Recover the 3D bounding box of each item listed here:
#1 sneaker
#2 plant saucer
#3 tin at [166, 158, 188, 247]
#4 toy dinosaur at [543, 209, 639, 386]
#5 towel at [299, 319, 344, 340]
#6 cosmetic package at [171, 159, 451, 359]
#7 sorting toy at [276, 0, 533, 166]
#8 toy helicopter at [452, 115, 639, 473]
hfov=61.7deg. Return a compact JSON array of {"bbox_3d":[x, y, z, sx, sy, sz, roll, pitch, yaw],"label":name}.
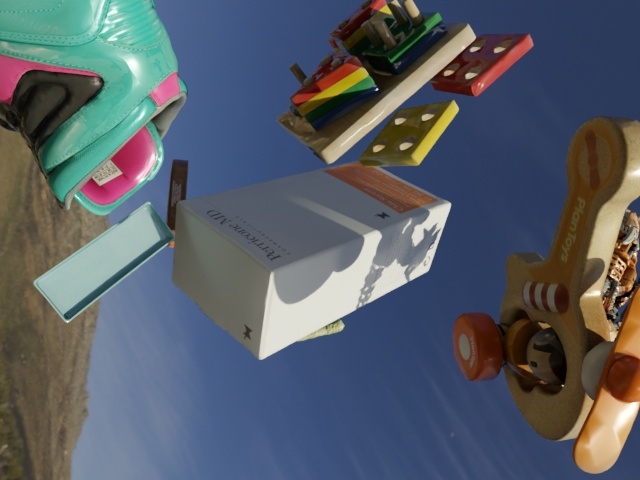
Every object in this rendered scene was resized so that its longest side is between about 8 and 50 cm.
[{"bbox_3d":[-0.206,-0.100,0.393,0.296,0.124,0.178,-7,-57,38],"label":"sneaker"},{"bbox_3d":[-0.286,0.024,0.724,0.018,0.192,0.067,-13,-64,46],"label":"plant saucer"},{"bbox_3d":[-0.296,-0.077,1.103,0.106,0.040,0.189,142,-49,-62],"label":"tin"},{"bbox_3d":[0.382,0.112,0.799,0.322,0.218,0.164,-51,-122,16],"label":"toy dinosaur"},{"bbox_3d":[-0.018,0.182,1.104,0.148,0.110,0.027,154,-76,-75],"label":"towel"},{"bbox_3d":[0.000,0.000,0.935,0.230,0.453,0.161,33,-54,32],"label":"cosmetic package"},{"bbox_3d":[0.026,-0.128,0.398,0.046,0.132,0.274,49,2,-29],"label":"sorting toy"},{"bbox_3d":[0.259,0.057,0.540,0.235,0.140,0.355,-107,-163,-61],"label":"toy helicopter"}]
